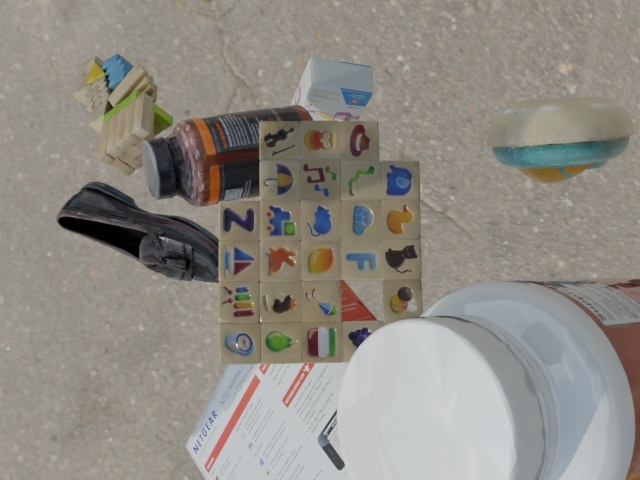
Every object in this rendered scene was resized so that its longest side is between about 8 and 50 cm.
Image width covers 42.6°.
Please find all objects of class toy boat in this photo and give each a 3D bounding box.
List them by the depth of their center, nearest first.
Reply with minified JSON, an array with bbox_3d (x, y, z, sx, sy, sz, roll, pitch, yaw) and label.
[{"bbox_3d":[0.403,-0.137,1.196,0.318,0.267,0.148,5,101,47],"label":"toy boat"}]

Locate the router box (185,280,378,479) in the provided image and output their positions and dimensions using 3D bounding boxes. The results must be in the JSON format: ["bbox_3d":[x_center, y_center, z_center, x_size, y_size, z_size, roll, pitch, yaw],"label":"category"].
[{"bbox_3d":[-0.003,0.247,0.964,0.301,0.082,0.335,50,128,29],"label":"router box"}]

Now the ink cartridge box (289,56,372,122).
[{"bbox_3d":[0.012,-0.192,1.143,0.122,0.089,0.052,123,149,-60],"label":"ink cartridge box"}]

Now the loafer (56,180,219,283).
[{"bbox_3d":[-0.284,0.005,1.314,0.303,0.095,0.109,25,131,17],"label":"loafer"}]

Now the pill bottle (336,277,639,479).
[{"bbox_3d":[0.114,0.079,0.410,0.121,0.216,0.121,-1,88,44],"label":"pill bottle"}]

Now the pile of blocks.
[{"bbox_3d":[-0.332,-0.234,1.458,0.149,0.113,0.362,-46,41,9],"label":"pile of blocks"}]

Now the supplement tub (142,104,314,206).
[{"bbox_3d":[-0.105,-0.099,0.970,0.106,0.198,0.106,169,90,-67],"label":"supplement tub"}]

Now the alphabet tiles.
[{"bbox_3d":[0.000,0.000,0.799,0.198,0.009,0.237,0,84,-3],"label":"alphabet tiles"}]
